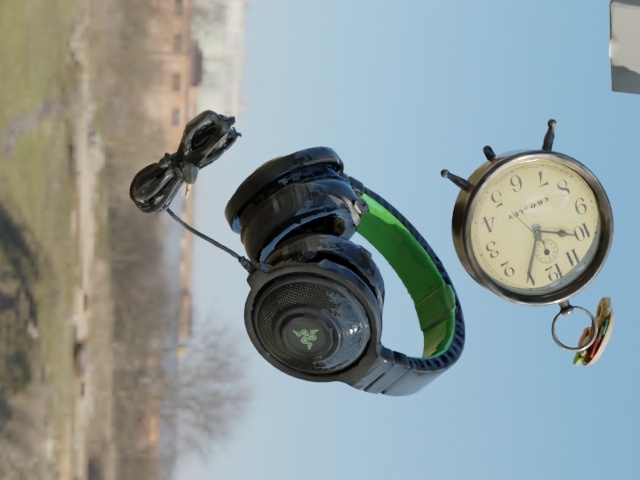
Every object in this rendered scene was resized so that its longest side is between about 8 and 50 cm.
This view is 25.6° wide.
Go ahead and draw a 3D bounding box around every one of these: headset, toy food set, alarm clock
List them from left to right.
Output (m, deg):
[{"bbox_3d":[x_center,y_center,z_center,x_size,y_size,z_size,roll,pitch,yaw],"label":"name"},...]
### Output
[{"bbox_3d":[0.000,0.000,1.336,0.185,0.394,0.243,-44,-138,31],"label":"headset"},{"bbox_3d":[0.183,0.006,1.187,0.064,0.129,0.192,-162,-132,-82],"label":"alarm clock"},{"bbox_3d":[0.332,0.114,1.704,0.083,0.020,0.082,116,-4,-52],"label":"toy food set"}]

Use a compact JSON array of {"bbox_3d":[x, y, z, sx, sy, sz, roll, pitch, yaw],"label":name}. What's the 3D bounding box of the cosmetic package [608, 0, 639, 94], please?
[{"bbox_3d":[0.425,-0.215,1.465,0.127,0.238,0.107,79,32,-46],"label":"cosmetic package"}]
